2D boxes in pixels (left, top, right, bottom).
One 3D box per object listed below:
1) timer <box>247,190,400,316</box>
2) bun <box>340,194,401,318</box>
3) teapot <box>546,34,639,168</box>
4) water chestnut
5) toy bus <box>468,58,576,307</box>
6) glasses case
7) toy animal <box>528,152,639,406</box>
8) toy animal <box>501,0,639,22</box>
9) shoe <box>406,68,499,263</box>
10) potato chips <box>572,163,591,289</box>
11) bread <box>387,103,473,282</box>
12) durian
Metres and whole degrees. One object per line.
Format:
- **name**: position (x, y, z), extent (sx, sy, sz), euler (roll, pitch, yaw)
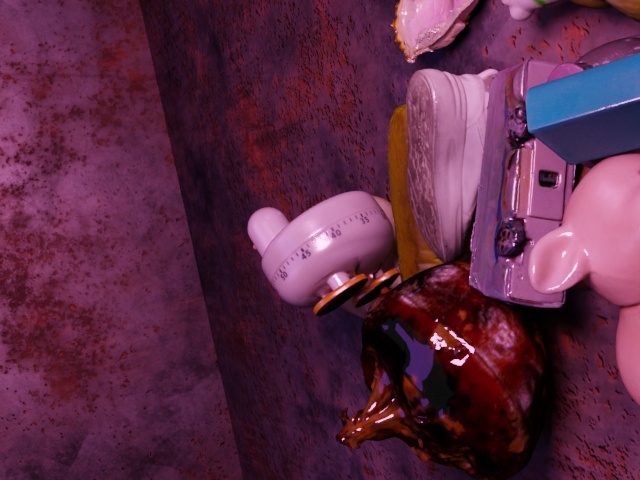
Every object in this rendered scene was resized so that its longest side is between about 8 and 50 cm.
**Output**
- **timer**: position (0.000, 0.000, 1.470), extent (0.240, 0.233, 0.233), euler (56, 150, 17)
- **bun**: position (0.071, 0.033, 1.670), extent (0.259, 0.160, 0.259), euler (167, 90, -68)
- **teapot**: position (0.334, -0.164, 1.023), extent (0.116, 0.146, 0.148), euler (53, 147, 41)
- **water chestnut**: position (0.176, 0.215, 1.287), extent (0.335, 0.347, 0.335), euler (41, 152, 27)
- **toy bus**: position (0.269, -0.071, 1.145), extent (0.138, 0.112, 0.317), euler (179, 101, -69)
- **glasses case**: position (0.365, -0.155, 0.853), extent (0.301, 0.117, 0.070), euler (-15, 65, 34)
- **toy animal**: position (0.393, 0.051, 0.954), extent (0.269, 0.237, 0.326), euler (11, 112, 33)
- **toy animal**: position (0.334, -0.324, 0.951), extent (0.363, 0.180, 0.181), euler (-107, 19, -73)
- **shoe**: position (0.220, -0.120, 1.288), extent (0.124, 0.159, 0.316), euler (-124, 19, -51)
- **potato chips**: position (0.338, -0.022, 1.189), extent (0.208, 0.062, 0.195), euler (176, 84, -67)
- **bread**: position (0.178, -0.053, 1.452), extent (0.166, 0.112, 0.383), euler (29, 128, 58)
- **durian**: position (0.198, -0.358, 1.314), extent (0.224, 0.078, 0.140), euler (-16, 75, 55)
